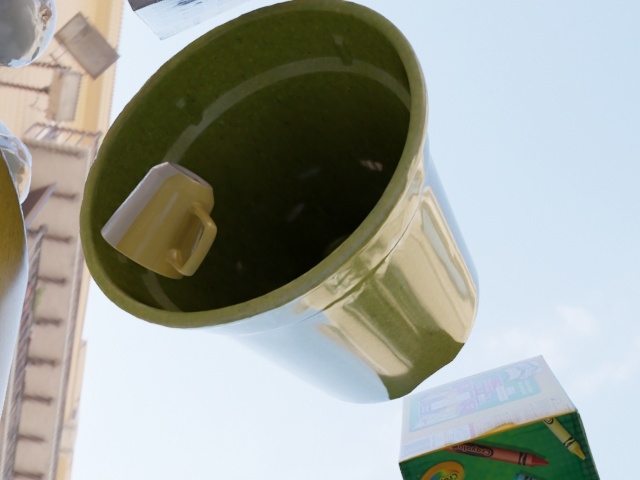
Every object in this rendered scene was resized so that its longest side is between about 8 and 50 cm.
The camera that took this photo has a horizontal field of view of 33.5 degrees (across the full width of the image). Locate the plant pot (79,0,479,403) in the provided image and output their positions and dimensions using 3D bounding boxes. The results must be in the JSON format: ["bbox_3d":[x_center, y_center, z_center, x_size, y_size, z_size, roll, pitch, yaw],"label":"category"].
[{"bbox_3d":[0.000,0.000,0.834,0.276,0.276,0.254,-32,-42,8],"label":"plant pot"}]

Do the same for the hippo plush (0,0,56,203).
[{"bbox_3d":[-0.383,-0.179,0.999,0.294,0.234,0.236,13,-80,-39],"label":"hippo plush"}]

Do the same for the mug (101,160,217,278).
[{"bbox_3d":[-0.097,-0.013,0.706,0.078,0.062,0.064,33,-84,13],"label":"mug"}]

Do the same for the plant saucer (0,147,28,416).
[{"bbox_3d":[-0.308,0.126,0.663,0.333,0.332,0.081,-9,-24,34],"label":"plant saucer"}]

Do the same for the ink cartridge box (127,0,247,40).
[{"bbox_3d":[-0.091,-0.236,0.766,0.272,0.309,0.130,-25,-81,-1],"label":"ink cartridge box"}]

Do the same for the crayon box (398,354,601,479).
[{"bbox_3d":[0.168,0.196,1.057,0.165,0.278,0.081,-18,-88,7],"label":"crayon box"}]
